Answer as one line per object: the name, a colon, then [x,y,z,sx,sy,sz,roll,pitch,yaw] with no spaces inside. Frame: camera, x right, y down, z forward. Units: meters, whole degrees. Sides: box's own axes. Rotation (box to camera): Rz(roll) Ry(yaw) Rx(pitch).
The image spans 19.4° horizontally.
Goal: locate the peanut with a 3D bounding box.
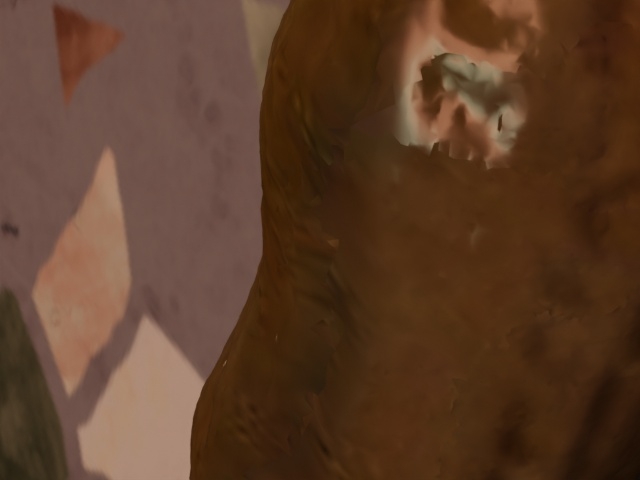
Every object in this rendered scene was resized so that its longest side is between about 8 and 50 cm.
peanut: [0.030,0.007,0.425,0.120,0.110,0.236,38,134,18]
